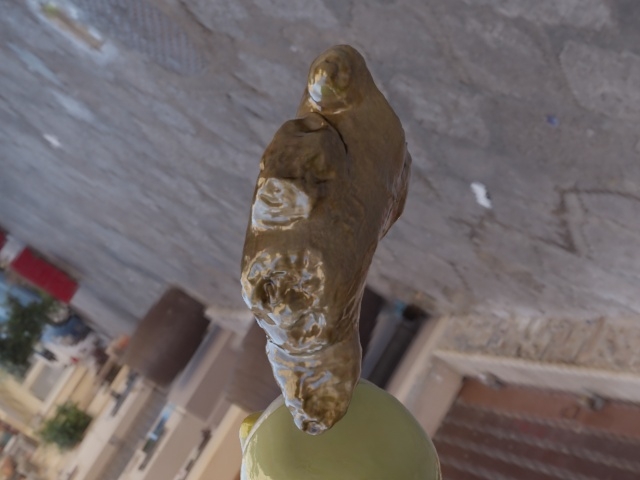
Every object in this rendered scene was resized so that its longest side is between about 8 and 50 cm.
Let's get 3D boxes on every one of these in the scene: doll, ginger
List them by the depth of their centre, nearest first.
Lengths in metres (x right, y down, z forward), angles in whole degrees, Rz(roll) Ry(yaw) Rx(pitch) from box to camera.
[{"bbox_3d":[-0.002,-0.003,0.610,0.074,0.213,0.137,6,159,34],"label":"ginger"},{"bbox_3d":[0.033,0.187,0.699,0.141,0.117,0.296,-5,-151,-21],"label":"doll"}]
